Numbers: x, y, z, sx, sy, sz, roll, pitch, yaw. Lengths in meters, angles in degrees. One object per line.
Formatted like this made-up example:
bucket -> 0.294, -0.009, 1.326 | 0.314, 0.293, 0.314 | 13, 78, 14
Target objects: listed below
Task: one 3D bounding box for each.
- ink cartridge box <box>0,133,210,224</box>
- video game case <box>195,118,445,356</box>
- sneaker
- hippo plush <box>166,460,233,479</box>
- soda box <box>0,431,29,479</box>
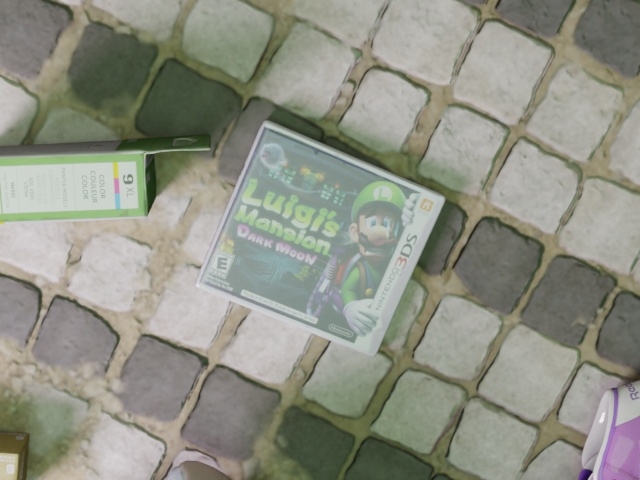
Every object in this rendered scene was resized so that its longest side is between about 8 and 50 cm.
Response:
ink cartridge box -> -0.200, -0.055, 0.954 | 0.209, 0.109, 0.062 | -4, 101, -5
video game case -> 0.000, 0.000, 1.024 | 0.190, 0.022, 0.173 | 22, 97, -8
sneaker -> 0.339, 0.274, 1.069 | 0.161, 0.102, 0.282 | -8, 90, 0
hippo plush -> -0.154, 0.368, 1.014 | 0.237, 0.234, 0.294 | -19, 86, 29
soda box -> -0.373, 0.213, 1.013 | 0.181, 0.058, 0.061 | 5, 100, -6
